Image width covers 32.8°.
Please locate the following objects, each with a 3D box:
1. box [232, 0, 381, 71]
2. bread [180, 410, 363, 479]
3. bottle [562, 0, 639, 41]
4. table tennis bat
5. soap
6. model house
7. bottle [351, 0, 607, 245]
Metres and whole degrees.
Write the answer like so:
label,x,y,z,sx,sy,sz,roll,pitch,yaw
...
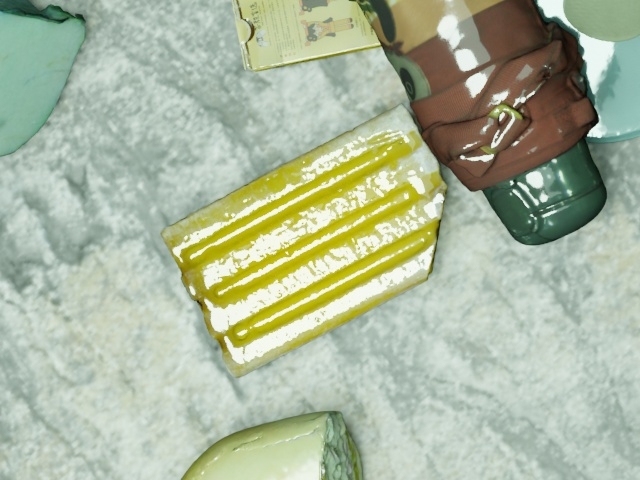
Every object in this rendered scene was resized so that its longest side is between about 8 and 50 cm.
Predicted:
label,x,y,z,sx,sy,sz,roll,pitch,yaw
box,0.001,-0.194,0.938,0.149,0.020,0.073,-10,91,4
bread,-0.052,0.248,0.889,0.156,0.158,0.261,38,94,13
bottle,0.245,-0.256,0.854,0.072,0.072,0.202,18,65,4
table tennis bat,0.278,-0.168,0.893,0.244,0.040,0.153,-15,99,16
soap,0.000,0.000,0.913,0.232,0.073,0.140,-28,90,3
model house,-0.303,-0.169,0.927,0.148,0.119,0.148,44,118,26
bottle,0.131,-0.125,0.847,0.156,0.143,0.271,-27,88,-36
